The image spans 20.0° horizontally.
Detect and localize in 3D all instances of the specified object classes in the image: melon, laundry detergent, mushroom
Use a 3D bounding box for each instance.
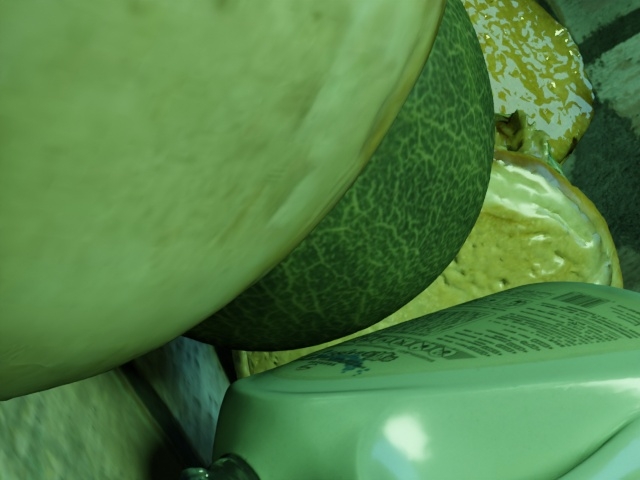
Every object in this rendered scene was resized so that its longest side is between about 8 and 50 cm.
[{"bbox_3d":[-0.032,-0.061,0.914,0.237,0.237,0.301,66,10,18],"label":"melon"},{"bbox_3d":[0.049,0.102,0.847,0.215,0.280,0.105,12,-68,53],"label":"laundry detergent"},{"bbox_3d":[-0.113,-0.108,0.607,0.290,0.292,0.292,42,2,23],"label":"mushroom"}]

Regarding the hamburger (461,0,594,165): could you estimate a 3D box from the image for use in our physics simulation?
[{"bbox_3d":[0.031,-0.124,1.302,0.305,0.284,0.174,65,-25,2],"label":"hamburger"}]

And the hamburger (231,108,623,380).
[{"bbox_3d":[0.058,0.027,1.134,0.146,0.243,0.286,-109,-177,-75],"label":"hamburger"}]
